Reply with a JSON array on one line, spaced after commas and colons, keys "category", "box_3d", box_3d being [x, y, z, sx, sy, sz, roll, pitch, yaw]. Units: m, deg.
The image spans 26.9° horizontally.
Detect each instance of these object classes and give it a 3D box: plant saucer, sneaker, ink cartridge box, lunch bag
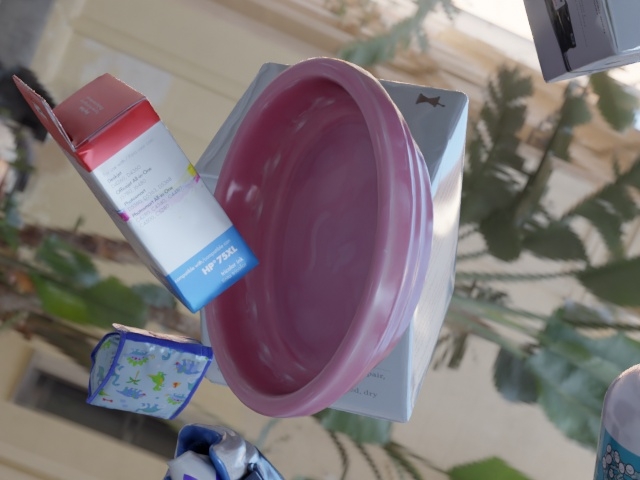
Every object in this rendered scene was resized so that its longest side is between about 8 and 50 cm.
[{"category": "plant saucer", "box_3d": [0.000, 0.000, 1.239, 0.332, 0.084, 0.332, -22, -117, 55]}, {"category": "sneaker", "box_3d": [-0.087, 0.323, 1.340, 0.130, 0.236, 0.322, -32, -151, 12]}, {"category": "ink cartridge box", "box_3d": [0.314, -0.231, 1.170, 0.307, 0.223, 0.129, -110, -174, -87]}, {"category": "lunch bag", "box_3d": [-0.226, 0.164, 1.762, 0.151, 0.129, 0.096, 135, -38, -53]}, {"category": "ink cartridge box", "box_3d": [-0.161, -0.060, 1.160, 0.078, 0.231, 0.134, -38, -153, -10]}]

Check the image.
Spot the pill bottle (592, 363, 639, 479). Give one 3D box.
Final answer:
[{"category": "pill bottle", "box_3d": [0.312, 0.205, 1.162, 0.146, 0.146, 0.264, -88, 180, -67]}]

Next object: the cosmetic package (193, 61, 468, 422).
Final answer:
[{"category": "cosmetic package", "box_3d": [0.022, -0.002, 1.994, 0.329, 0.328, 0.393, -63, 159, -49]}]
